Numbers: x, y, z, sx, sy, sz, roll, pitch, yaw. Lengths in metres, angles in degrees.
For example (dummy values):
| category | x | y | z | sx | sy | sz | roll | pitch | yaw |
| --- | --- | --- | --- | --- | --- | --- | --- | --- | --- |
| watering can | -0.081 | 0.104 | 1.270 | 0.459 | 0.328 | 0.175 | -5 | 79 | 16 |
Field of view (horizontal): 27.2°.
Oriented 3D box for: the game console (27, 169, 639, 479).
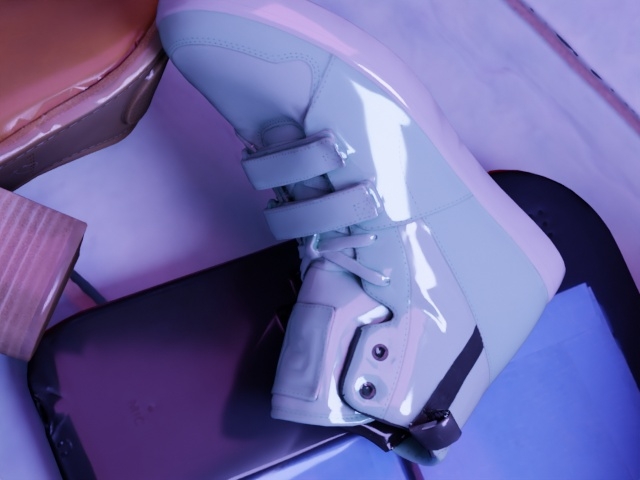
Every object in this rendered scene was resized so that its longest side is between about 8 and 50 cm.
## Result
| category | x | y | z | sx | sy | sz | roll | pitch | yaw |
| --- | --- | --- | --- | --- | --- | --- | --- | --- | --- |
| game console | 0.070 | 0.172 | 0.688 | 0.342 | 0.060 | 0.386 | -18 | 80 | -28 |

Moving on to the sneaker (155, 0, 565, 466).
| category | x | y | z | sx | sy | sz | roll | pitch | yaw |
| --- | --- | --- | --- | --- | --- | --- | --- | --- | --- |
| sneaker | 0.001 | 0.000 | 0.620 | 0.256 | 0.094 | 0.151 | 41 | 64 | -21 |

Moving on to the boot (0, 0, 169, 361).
| category | x | y | z | sx | sy | sz | roll | pitch | yaw |
| --- | --- | --- | --- | --- | --- | --- | --- | --- | --- |
| boot | -0.193 | -0.097 | 0.654 | 0.220 | 0.109 | 0.283 | 24 | 68 | -7 |
